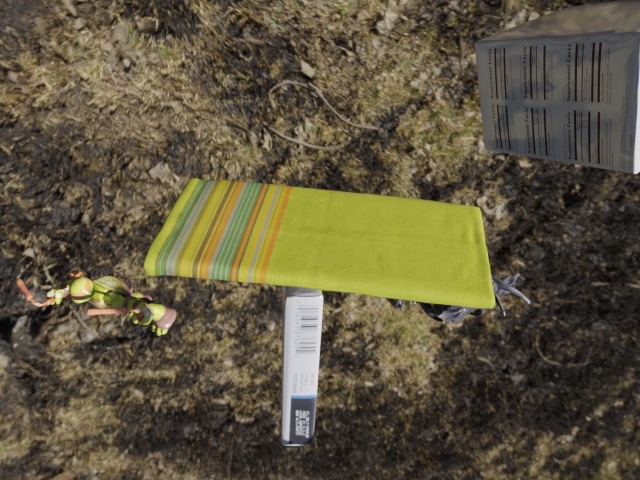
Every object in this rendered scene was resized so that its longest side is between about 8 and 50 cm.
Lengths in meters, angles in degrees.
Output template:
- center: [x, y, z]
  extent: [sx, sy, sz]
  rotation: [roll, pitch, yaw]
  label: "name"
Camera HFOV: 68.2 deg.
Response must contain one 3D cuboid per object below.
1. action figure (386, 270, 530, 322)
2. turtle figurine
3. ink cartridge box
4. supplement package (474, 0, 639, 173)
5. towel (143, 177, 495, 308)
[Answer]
- center: [0.192, 0.052, 0.758]
  extent: [0.164, 0.276, 0.140]
  rotation: [-27, 100, -23]
  label: "action figure"
- center: [-0.373, 0.100, 0.834]
  extent: [0.270, 0.087, 0.217]
  rotation: [6, 162, 22]
  label: "turtle figurine"
- center: [-0.042, 0.157, 0.891]
  extent: [0.072, 0.307, 0.303]
  rotation: [1, 114, -3]
  label: "ink cartridge box"
- center: [0.338, -0.197, 0.577]
  extent: [0.194, 0.203, 0.149]
  rotation: [-27, 119, -21]
  label: "supplement package"
- center: [0.000, 0.000, 0.349]
  extent: [0.238, 0.102, 0.021]
  rotation: [6, 135, 6]
  label: "towel"
